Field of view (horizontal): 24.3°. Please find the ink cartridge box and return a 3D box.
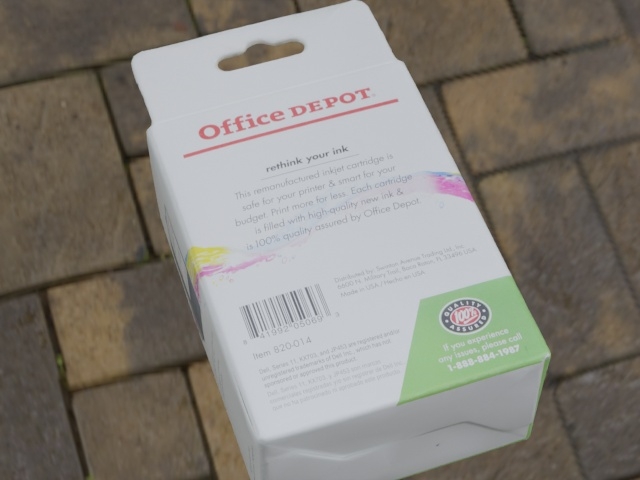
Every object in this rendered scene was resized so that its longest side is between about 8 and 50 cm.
[{"bbox_3d":[0.000,0.000,1.087,0.207,0.119,0.353,-15,55,-10],"label":"ink cartridge box"}]
